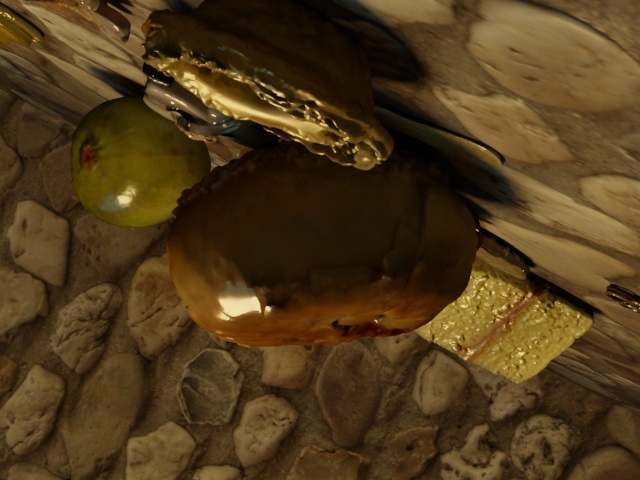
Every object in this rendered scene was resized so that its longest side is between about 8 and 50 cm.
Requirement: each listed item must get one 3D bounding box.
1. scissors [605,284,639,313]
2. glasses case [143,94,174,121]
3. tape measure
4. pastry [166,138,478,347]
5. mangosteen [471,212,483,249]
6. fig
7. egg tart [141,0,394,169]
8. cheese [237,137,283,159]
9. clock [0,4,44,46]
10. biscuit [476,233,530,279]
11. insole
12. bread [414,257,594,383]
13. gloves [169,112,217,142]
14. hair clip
[{"bbox_3d":[0.514,0.113,1.772,0.220,0.017,0.088,22,172,43],"label":"scissors"},{"bbox_3d":[-0.253,-0.233,2.210,0.164,0.041,0.063,23,175,37],"label":"glasses case"},{"bbox_3d":[-0.133,-0.189,1.585,0.197,0.120,0.236,24,179,-9],"label":"tape measure"},{"bbox_3d":[0.000,0.000,1.597,0.410,0.244,0.409,-6,165,-2],"label":"pastry"},{"bbox_3d":[0.154,0.003,1.824,0.156,0.145,0.181,24,175,9],"label":"mangosteen"},{"bbox_3d":[-0.341,-0.147,2.418,0.258,0.258,0.326,25,-173,29],"label":"fig"},{"bbox_3d":[-0.041,-0.170,1.250,0.288,0.118,0.288,27,173,3],"label":"egg tart"},{"bbox_3d":[-0.024,-0.095,1.999,0.226,0.117,0.214,25,-177,-25],"label":"cheese"},{"bbox_3d":[-0.630,-0.416,2.290,0.237,0.057,0.237,28,176,2],"label":"clock"},{"bbox_3d":[0.243,0.000,1.975,0.250,0.032,0.133,29,176,-8],"label":"biscuit"},{"bbox_3d":[0.106,-0.134,1.444,0.248,0.011,0.081,25,174,30],"label":"insole"},{"bbox_3d":[0.339,0.093,2.207,0.264,0.198,0.236,27,142,-11],"label":"bread"},{"bbox_3d":[-0.183,-0.202,1.897,0.110,0.094,0.144,38,-174,14],"label":"gloves"},{"bbox_3d":[-0.324,-0.318,1.580,0.146,0.075,0.257,29,-178,17],"label":"hair clip"}]
